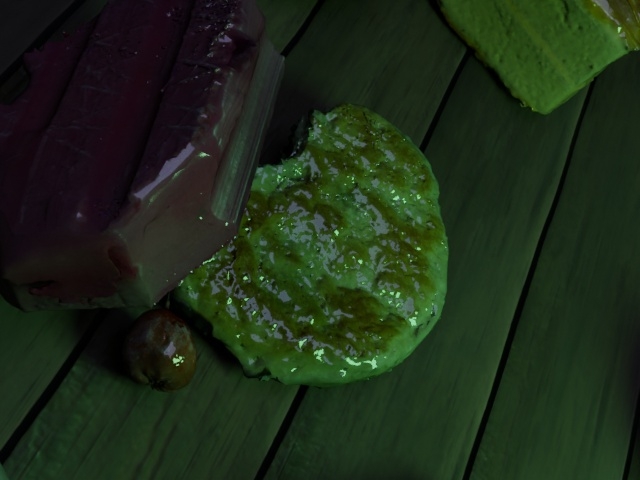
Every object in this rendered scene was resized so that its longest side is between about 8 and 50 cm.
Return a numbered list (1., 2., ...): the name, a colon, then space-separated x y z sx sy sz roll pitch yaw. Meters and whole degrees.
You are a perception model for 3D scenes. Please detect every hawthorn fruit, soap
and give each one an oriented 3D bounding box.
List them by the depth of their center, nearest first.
1. soap: -0.161 -0.081 0.889 0.220 0.127 0.325 0 47 15
2. hawthorn fruit: -0.134 0.078 0.906 0.066 0.066 0.103 21 69 -26

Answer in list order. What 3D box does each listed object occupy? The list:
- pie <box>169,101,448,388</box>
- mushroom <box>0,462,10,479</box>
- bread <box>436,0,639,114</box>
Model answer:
1. pie: 0.000 0.000 1.056 0.371 0.078 0.297 -25 79 -42
2. mushroom: -0.262 0.188 0.706 0.329 0.122 0.159 46 26 -8
3. bread: 0.330 -0.350 1.427 0.279 0.207 0.279 50 45 -2
